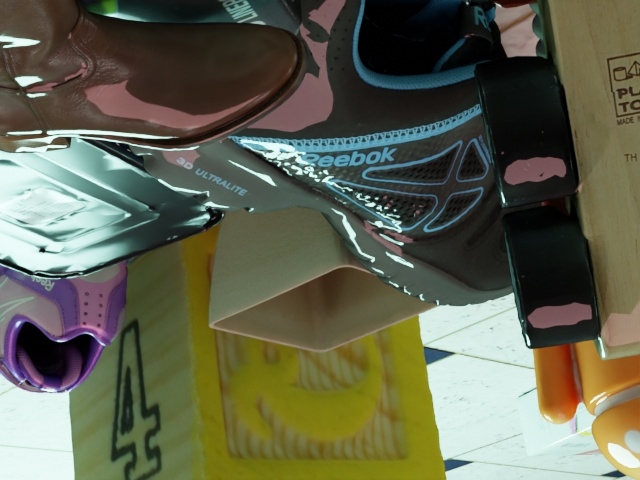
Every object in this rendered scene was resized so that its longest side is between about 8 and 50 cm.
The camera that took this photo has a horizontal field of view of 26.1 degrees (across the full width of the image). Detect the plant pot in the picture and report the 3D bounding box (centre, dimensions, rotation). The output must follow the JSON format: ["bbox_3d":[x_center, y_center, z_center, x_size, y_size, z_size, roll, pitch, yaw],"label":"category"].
[{"bbox_3d":[0.000,0.000,0.839,0.109,0.096,0.109,-26,152,33],"label":"plant pot"}]

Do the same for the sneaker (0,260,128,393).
[{"bbox_3d":[-0.189,0.056,0.894,0.095,0.104,0.236,4,156,-32],"label":"sneaker"}]

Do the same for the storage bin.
[{"bbox_3d":[-0.142,-0.053,0.674,0.122,0.084,0.180,-20,155,24],"label":"storage bin"}]

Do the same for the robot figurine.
[{"bbox_3d":[0.236,0.069,0.932,0.158,0.219,0.128,0,157,-19],"label":"robot figurine"}]

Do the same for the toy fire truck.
[{"bbox_3d":[0.140,-0.095,0.602,0.158,0.217,0.246,-11,-160,6],"label":"toy fire truck"}]

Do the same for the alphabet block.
[{"bbox_3d":[-0.053,0.115,0.971,0.192,0.193,0.197,5,154,-34],"label":"alphabet block"}]

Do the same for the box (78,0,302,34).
[{"bbox_3d":[-0.163,-0.120,0.424,0.270,0.143,0.165,-14,157,14],"label":"box"}]

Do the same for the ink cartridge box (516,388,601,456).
[{"bbox_3d":[0.303,0.160,1.379,0.115,0.067,0.198,4,156,-29],"label":"ink cartridge box"}]

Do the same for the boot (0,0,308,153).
[{"bbox_3d":[-0.063,-0.064,0.367,0.106,0.037,0.114,-13,154,3],"label":"boot"}]

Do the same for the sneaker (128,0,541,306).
[{"bbox_3d":[0.056,-0.055,0.693,0.140,0.125,0.341,-30,152,32],"label":"sneaker"}]
